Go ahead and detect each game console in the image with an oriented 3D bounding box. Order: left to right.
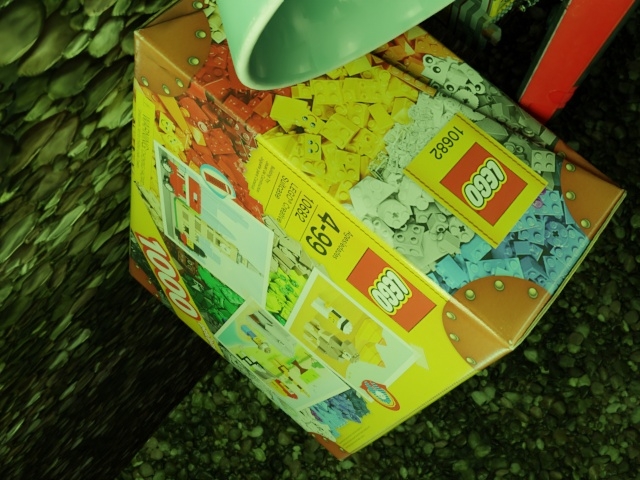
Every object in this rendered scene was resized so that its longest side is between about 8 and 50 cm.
[{"bbox_3d":[0.270,-0.267,0.733,0.386,0.060,0.342,-56,174,-28],"label":"game console"}]

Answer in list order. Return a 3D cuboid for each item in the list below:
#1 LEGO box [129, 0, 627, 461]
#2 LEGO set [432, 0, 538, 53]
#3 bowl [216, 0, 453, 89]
[{"bbox_3d":[0.000,0.000,0.841,0.193,0.372,0.500,-46,173,-26],"label":"LEGO box"},{"bbox_3d":[0.195,-0.341,0.762,0.331,0.192,0.255,-39,163,-22],"label":"LEGO set"},{"bbox_3d":[0.042,-0.239,0.464,0.311,0.163,0.311,-33,178,-1],"label":"bowl"}]
